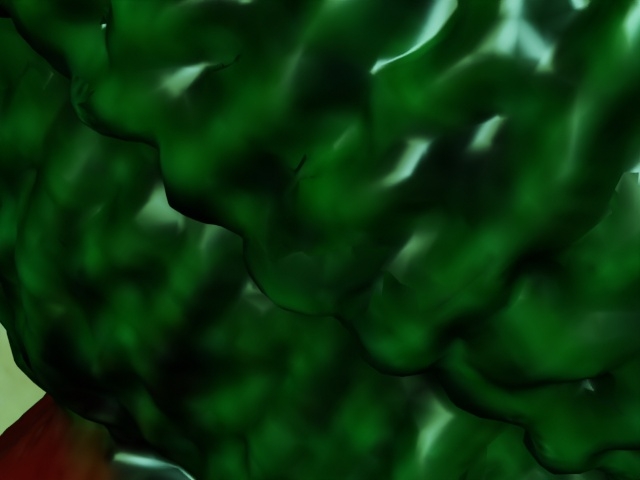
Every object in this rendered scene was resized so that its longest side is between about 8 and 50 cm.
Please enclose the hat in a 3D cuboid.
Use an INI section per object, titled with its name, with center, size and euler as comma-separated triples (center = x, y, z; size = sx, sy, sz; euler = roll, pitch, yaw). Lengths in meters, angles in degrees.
[hat]
center = 0.000, 0.000, 0.450
size = 0.274, 0.242, 0.332
euler = 49, 114, 30
